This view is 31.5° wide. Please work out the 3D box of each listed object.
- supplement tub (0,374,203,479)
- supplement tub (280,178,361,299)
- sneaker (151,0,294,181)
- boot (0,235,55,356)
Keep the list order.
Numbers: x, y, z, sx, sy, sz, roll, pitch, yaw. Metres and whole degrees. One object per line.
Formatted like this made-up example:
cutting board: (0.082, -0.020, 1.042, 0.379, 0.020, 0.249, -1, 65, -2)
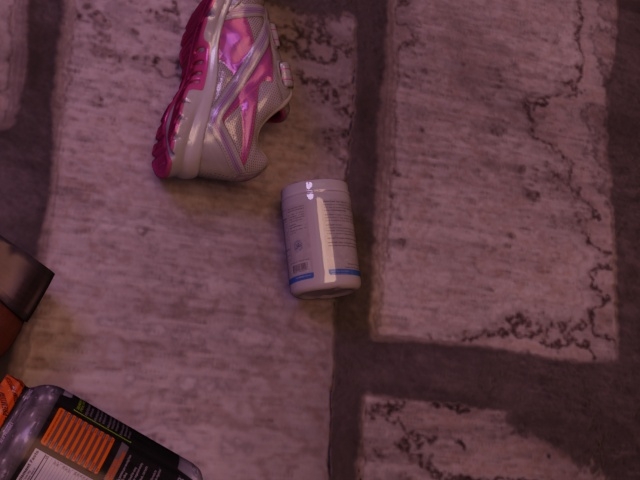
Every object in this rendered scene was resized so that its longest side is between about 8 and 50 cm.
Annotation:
supplement tub: (-0.205, 0.199, 0.954, 0.190, 0.117, 0.117, 32, 68, -9)
supplement tub: (0.000, 0.000, 1.107, 0.071, 0.071, 0.107, -1, 77, -21)
sneaker: (-0.080, -0.164, 1.111, 0.111, 0.103, 0.252, 19, 77, -19)
boot: (-0.406, 0.073, 0.950, 0.264, 0.096, 0.280, 36, 79, -10)
